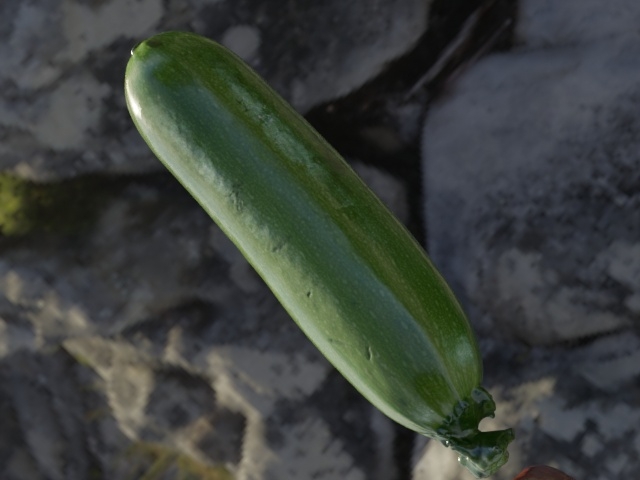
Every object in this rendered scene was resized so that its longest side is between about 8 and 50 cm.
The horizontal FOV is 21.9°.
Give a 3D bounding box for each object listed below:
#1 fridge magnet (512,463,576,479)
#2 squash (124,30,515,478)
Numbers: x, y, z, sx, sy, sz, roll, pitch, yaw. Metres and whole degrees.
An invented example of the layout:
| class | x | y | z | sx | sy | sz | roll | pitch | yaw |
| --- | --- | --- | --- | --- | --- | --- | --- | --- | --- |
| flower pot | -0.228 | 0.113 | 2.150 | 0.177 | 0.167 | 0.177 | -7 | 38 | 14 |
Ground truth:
| class | x | y | z | sx | sy | sz | roll | pitch | yaw |
| --- | --- | --- | --- | --- | --- | --- | --- | --- | --- |
| fridge magnet | 0.066 | 0.288 | 0.828 | 0.155 | 0.363 | 0.363 | 11 | 137 | 15 |
| squash | 0.000 | 0.000 | 1.097 | 0.378 | 0.101 | 0.101 | 50 | 148 | 17 |
